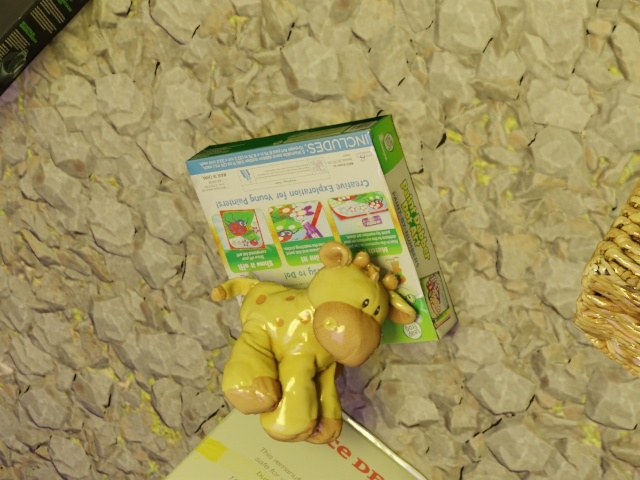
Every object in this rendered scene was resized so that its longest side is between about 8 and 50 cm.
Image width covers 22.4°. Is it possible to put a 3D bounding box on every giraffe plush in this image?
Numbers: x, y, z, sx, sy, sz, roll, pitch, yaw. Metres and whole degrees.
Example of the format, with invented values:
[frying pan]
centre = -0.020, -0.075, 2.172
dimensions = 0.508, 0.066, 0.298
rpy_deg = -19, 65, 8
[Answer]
[giraffe plush]
centre = 0.005, 0.092, 1.699
dimensions = 0.170, 0.181, 0.210
rpy_deg = -27, 65, 29

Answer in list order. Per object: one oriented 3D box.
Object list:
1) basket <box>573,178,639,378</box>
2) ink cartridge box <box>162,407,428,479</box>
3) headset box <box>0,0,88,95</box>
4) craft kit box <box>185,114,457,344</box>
[basket]
centre = 0.417, 0.045, 1.504
dimensions = 0.299, 0.223, 0.213
rpy_deg = 29, 160, 16
[ink cartridge box]
centre = -0.065, 0.362, 1.790
dimensions = 0.279, 0.384, 0.160
rpy_deg = 39, 132, 8
[headset box]
centre = -0.396, -0.293, 1.725
dimensions = 0.246, 0.131, 0.283
rpy_deg = 42, 86, 6
[craft kit box]
centre = 0.000, 0.000, 1.765
dimensions = 0.250, 0.061, 0.247
rpy_deg = -6, 109, 34
